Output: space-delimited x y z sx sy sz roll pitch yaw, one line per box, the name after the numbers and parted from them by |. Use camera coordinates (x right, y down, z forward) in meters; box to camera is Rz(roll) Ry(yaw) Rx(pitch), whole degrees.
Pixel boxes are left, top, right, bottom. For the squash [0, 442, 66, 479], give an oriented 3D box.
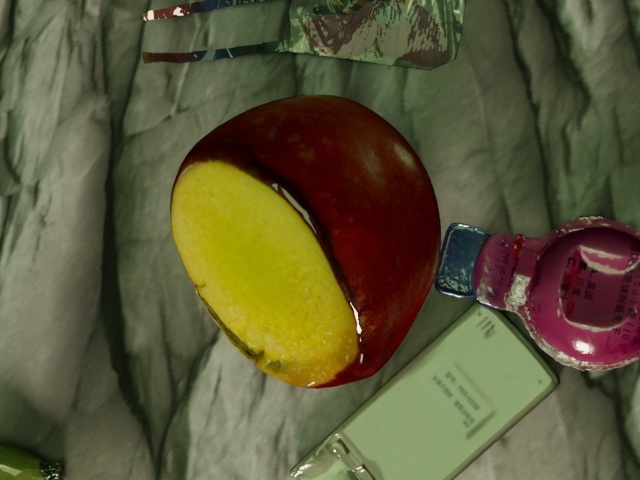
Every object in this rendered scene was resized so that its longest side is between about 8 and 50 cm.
-0.363 0.239 1.439 0.183 0.052 0.052 17 89 11 | squash

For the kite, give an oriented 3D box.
-0.019 -0.271 1.420 0.360 0.022 0.204 -3 84 9 | kite

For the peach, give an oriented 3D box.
0.000 0.000 1.278 0.245 0.248 0.275 -26 87 -13 | peach

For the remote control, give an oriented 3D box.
0.102 0.192 1.340 0.285 0.038 0.123 -45 75 8 | remote control

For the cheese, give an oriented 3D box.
0.235 0.044 1.298 0.244 0.062 0.155 13 78 10 | cheese
